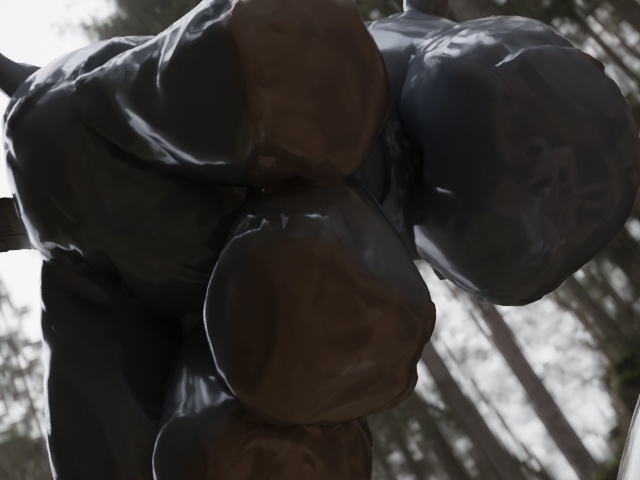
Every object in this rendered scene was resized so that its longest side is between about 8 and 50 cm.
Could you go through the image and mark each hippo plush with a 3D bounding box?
[{"bbox_3d":[0.000,0.000,0.727,0.236,0.294,0.234,-8,-79,-39],"label":"hippo plush"}]

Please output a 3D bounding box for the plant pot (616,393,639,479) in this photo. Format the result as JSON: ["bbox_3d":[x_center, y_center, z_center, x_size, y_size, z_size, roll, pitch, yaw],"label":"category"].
[{"bbox_3d":[0.252,0.177,0.909,0.256,0.256,0.274,-1,-47,-23],"label":"plant pot"}]
